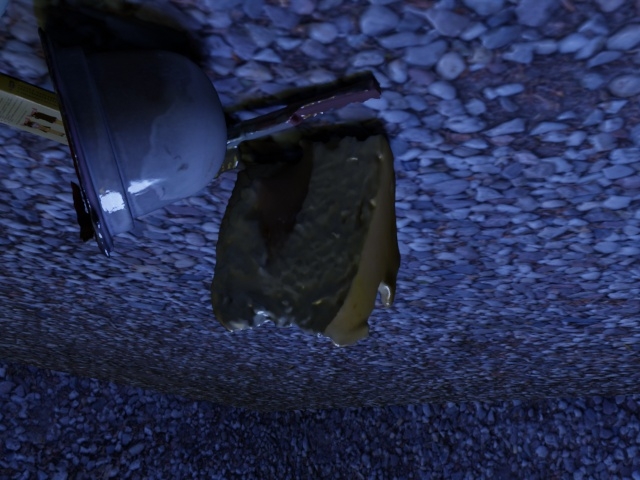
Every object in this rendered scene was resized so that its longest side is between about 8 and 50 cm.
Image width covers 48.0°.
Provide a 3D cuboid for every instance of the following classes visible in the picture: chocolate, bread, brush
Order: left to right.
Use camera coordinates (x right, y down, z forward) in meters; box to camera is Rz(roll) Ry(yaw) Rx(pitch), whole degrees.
[{"bbox_3d":[-0.162,-0.099,0.652,0.147,0.221,0.221,-15,167,-22],"label":"chocolate"},{"bbox_3d":[-0.079,-0.113,0.733,0.301,0.071,0.084,-16,168,26],"label":"brush"},{"bbox_3d":[0.000,0.012,0.834,0.183,0.224,0.211,4,168,17],"label":"bread"}]

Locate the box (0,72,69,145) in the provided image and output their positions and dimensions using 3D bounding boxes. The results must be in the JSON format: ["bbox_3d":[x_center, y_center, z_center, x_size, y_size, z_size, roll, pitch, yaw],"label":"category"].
[{"bbox_3d":[-0.292,-0.133,0.764,0.149,0.020,0.073,19,156,-33],"label":"box"}]

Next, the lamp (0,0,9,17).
[{"bbox_3d":[-0.240,-0.199,0.480,0.193,0.106,0.106,-21,149,30],"label":"lamp"}]
